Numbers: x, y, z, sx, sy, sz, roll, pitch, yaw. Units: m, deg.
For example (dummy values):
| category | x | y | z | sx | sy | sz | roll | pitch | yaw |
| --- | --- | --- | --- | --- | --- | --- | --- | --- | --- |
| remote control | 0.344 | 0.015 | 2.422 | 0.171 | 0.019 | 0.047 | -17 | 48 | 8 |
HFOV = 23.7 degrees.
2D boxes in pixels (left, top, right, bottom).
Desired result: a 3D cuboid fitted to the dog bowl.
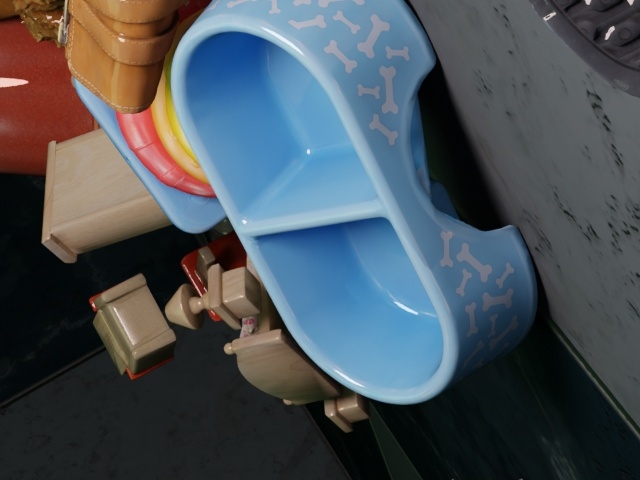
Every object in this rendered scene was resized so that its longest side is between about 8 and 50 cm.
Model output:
| category | x | y | z | sx | sy | sz | roll | pitch | yaw |
| --- | --- | --- | --- | --- | --- | --- | --- | --- | --- |
| dog bowl | 0.014 | -0.029 | 0.918 | 0.166 | 0.074 | 0.297 | -8 | 115 | 46 |

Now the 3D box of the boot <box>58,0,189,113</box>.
| category | x | y | z | sx | sy | sz | roll | pitch | yaw |
| --- | --- | --- | --- | --- | --- | --- | --- | --- | --- |
| boot | -0.116 | -0.185 | 0.956 | 0.283 | 0.109 | 0.220 | -126 | 47 | -62 |

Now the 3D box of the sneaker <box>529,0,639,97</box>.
| category | x | y | z | sx | sy | sz | roll | pitch | yaw |
| --- | --- | --- | --- | --- | --- | --- | --- | --- | --- |
| sneaker | 0.072 | -0.143 | 0.498 | 0.209 | 0.069 | 0.082 | 54 | -158 | -3 |

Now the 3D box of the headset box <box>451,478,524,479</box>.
| category | x | y | z | sx | sy | sz | roll | pitch | yaw |
| --- | --- | --- | --- | --- | --- | --- | --- | --- | --- |
| headset box | 0.186 | 0.348 | 1.367 | 0.293 | 0.110 | 0.218 | 58 | 172 | 14 |

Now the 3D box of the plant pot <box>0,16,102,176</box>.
| category | x | y | z | sx | sy | sz | roll | pitch | yaw |
| --- | --- | --- | --- | --- | --- | --- | --- | --- | --- |
| plant pot | -0.341 | -0.190 | 1.861 | 0.272 | 0.265 | 0.272 | 179 | 90 | -80 |

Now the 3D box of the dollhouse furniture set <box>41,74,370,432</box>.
| category | x | y | z | sx | sy | sz | roll | pitch | yaw |
| --- | --- | --- | --- | --- | --- | --- | --- | --- | --- |
| dollhouse furniture set | -0.106 | 0.003 | 1.525 | 0.355 | 0.174 | 0.303 | 49 | -149 | -50 |

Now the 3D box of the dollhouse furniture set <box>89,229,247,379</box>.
| category | x | y | z | sx | sy | sz | roll | pitch | yaw |
| --- | --- | --- | --- | --- | --- | --- | --- | --- | --- |
| dollhouse furniture set | -0.116 | 0.046 | 1.665 | 0.262 | 0.259 | 0.135 | 61 | 163 | 6 |

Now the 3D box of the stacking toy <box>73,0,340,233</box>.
| category | x | y | z | sx | sy | sz | roll | pitch | yaw |
| --- | --- | --- | --- | --- | --- | --- | --- | --- | --- |
| stacking toy | -0.038 | -0.105 | 1.078 | 0.175 | 0.166 | 0.302 | 55 | 163 | -17 |

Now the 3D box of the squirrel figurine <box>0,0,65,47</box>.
| category | x | y | z | sx | sy | sz | roll | pitch | yaw |
| --- | --- | --- | --- | --- | --- | --- | --- | --- | --- |
| squirrel figurine | -0.345 | -0.408 | 1.645 | 0.397 | 0.281 | 0.370 | 43 | 156 | 29 |

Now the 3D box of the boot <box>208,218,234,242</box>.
| category | x | y | z | sx | sy | sz | roll | pitch | yaw |
| --- | --- | --- | --- | --- | --- | --- | --- | --- | --- |
| boot | -0.152 | -0.133 | 1.892 | 0.338 | 0.118 | 0.223 | 36 | 149 | 56 |
